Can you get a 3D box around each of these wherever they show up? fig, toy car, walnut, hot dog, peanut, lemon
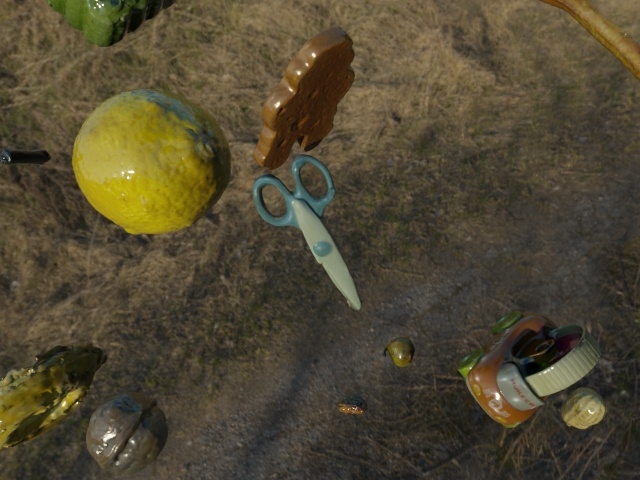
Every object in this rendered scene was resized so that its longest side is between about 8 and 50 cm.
[{"bbox_3d":[0.234,0.329,1.538,0.098,0.084,0.082,12,35,31],"label":"fig"},{"bbox_3d":[0.388,0.223,0.918,0.235,0.235,0.145,-38,85,-12],"label":"toy car"},{"bbox_3d":[-0.523,0.521,1.398,0.224,0.224,0.224,-12,46,13],"label":"walnut"},{"bbox_3d":[0.086,0.448,1.389,0.083,0.035,0.058,-4,19,37],"label":"hot dog"},{"bbox_3d":[0.669,0.431,1.311,0.083,0.194,0.093,1,64,8],"label":"peanut"},{"bbox_3d":[-0.382,-0.185,1.206,0.387,0.350,0.350,-5,48,32],"label":"lemon"}]

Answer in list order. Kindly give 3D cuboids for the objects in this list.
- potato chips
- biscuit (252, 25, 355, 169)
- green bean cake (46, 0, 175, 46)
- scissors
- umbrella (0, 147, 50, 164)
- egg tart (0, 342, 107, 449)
[{"bbox_3d":[0.279,-0.227,0.537,0.037,0.026,0.204,-48,62,21],"label":"potato chips"},{"bbox_3d":[-0.024,-0.227,0.839,0.186,0.295,0.044,-35,79,-31],"label":"biscuit"},{"bbox_3d":[-0.304,-0.411,0.733,0.214,0.200,0.113,-51,13,-21],"label":"green bean cake"},{"bbox_3d":[0.000,0.000,0.865,0.138,0.289,0.041,-27,15,9],"label":"scissors"},{"bbox_3d":[-0.677,-0.194,1.177,0.036,0.031,0.133,-41,-1,15],"label":"umbrella"},{"bbox_3d":[-0.502,0.281,0.902,0.279,0.279,0.095,-36,80,-10],"label":"egg tart"}]
